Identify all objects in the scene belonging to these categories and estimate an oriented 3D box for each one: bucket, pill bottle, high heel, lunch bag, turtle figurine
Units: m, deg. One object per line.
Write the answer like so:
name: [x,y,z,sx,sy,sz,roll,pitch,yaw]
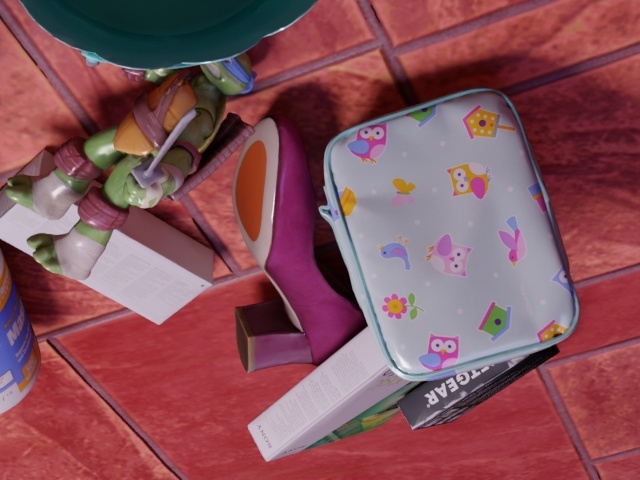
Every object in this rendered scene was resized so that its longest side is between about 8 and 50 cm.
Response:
bucket: [-0.109,-0.259,0.880,0.281,0.183,0.281,-2,102,-10]
pill bottle: [-0.414,0.067,1.374,0.152,0.152,0.272,-5,137,1]
high heel: [0.000,0.000,1.379,0.181,0.127,0.377,-11,141,-16]
lunch bag: [0.123,-0.006,1.252,0.224,0.279,0.108,-18,172,6]
turtle figurine: [-0.205,-0.106,1.156,0.198,0.274,0.266,47,109,5]

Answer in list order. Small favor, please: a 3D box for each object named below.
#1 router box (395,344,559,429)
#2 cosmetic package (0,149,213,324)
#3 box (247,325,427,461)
router box: [0.197,0.168,1.535,0.179,0.046,0.133,-37,162,20]
cosmetic package: [-0.240,0.000,1.379,0.239,0.060,0.099,33,128,-32]
box: [0.091,0.147,1.479,0.232,0.058,0.322,-7,152,-50]
